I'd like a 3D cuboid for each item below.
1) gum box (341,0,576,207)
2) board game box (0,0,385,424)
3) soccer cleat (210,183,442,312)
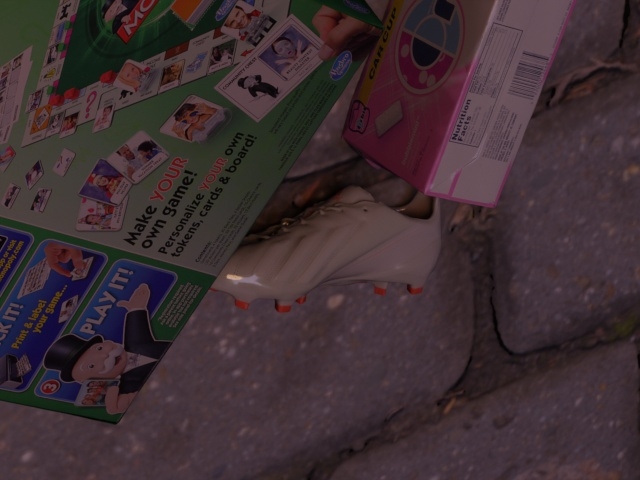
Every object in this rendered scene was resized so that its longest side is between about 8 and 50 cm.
[{"bbox_3d":[0.089,-0.120,0.938,0.062,0.107,0.188,10,108,-34],"label":"gum box"},{"bbox_3d":[-0.135,-0.038,0.832,0.213,0.046,0.317,18,118,-35],"label":"board game box"},{"bbox_3d":[0.000,0.000,0.975,0.196,0.068,0.076,-5,111,-37],"label":"soccer cleat"}]
